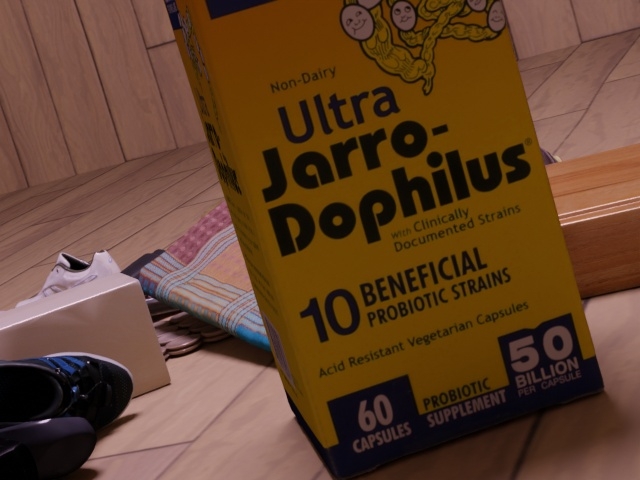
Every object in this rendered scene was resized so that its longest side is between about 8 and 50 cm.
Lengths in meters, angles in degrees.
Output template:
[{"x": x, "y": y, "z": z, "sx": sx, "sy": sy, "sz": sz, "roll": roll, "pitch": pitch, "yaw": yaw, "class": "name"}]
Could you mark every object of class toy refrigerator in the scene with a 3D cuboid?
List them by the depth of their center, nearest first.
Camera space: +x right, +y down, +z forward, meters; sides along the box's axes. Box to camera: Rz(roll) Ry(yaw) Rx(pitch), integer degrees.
[{"x": -0.283, "y": 0.122, "z": 1.321, "sx": 0.269, "sy": 0.102, "sz": 0.094, "roll": -21, "pitch": 11, "yaw": -19, "class": "toy refrigerator"}]

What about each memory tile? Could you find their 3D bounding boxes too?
[{"x": -0.154, "y": 0.099, "z": 1.488, "sx": 0.113, "sy": 0.012, "sz": 0.148, "roll": -20, "pitch": 11, "yaw": -19, "class": "memory tile"}]

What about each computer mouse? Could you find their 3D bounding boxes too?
[{"x": -0.275, "y": 0.184, "z": 1.168, "sx": 0.242, "sy": 0.041, "sz": 0.071, "roll": -19, "pitch": -17, "yaw": 31, "class": "computer mouse"}]

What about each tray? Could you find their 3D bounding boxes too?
[{"x": 0.370, "y": -0.051, "z": 1.243, "sx": 0.411, "sy": 0.076, "sz": 0.203, "roll": -13, "pitch": 16, "yaw": 17, "class": "tray"}]

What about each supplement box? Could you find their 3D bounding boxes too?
[{"x": 0.034, "y": -0.051, "z": 1.015, "sx": 0.194, "sy": 0.357, "sz": 0.195, "roll": -18, "pitch": 10, "yaw": -7, "class": "supplement box"}]

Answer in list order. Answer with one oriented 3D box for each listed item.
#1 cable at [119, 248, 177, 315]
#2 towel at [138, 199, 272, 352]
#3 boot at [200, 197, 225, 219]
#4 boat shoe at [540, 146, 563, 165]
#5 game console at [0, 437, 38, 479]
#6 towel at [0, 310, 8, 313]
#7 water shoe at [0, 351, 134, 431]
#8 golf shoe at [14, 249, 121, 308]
[{"x": -0.220, "y": 0.089, "z": 1.610, "sx": 0.139, "sy": 0.072, "sz": 0.287, "roll": 16, "pitch": 42, "yaw": 40, "class": "cable"}, {"x": -0.007, "y": -0.009, "z": 1.409, "sx": 0.271, "sy": 0.040, "sz": 0.370, "roll": -42, "pitch": 27, "yaw": -18, "class": "towel"}, {"x": 0.011, "y": -0.055, "z": 1.870, "sx": 0.269, "sy": 0.089, "sz": 0.236, "roll": -9, "pitch": 23, "yaw": 35, "class": "boot"}, {"x": 0.190, "y": -0.069, "z": 1.608, "sx": 0.117, "sy": 0.096, "sz": 0.324, "roll": -58, "pitch": 9, "yaw": 0, "class": "boat shoe"}, {"x": -0.235, "y": 0.193, "z": 0.939, "sx": 0.361, "sy": 0.044, "sz": 0.213, "roll": 2, "pitch": 21, "yaw": 42, "class": "game console"}, {"x": -0.523, "y": 0.144, "z": 1.598, "sx": 0.331, "sy": 0.053, "sz": 0.317, "roll": -5, "pitch": 10, "yaw": 3, "class": "towel"}, {"x": -0.220, "y": 0.129, "z": 1.180, "sx": 0.203, "sy": 0.073, "sz": 0.080, "roll": 3, "pitch": 1, "yaw": -45, "class": "water shoe"}, {"x": -0.302, "y": 0.055, "z": 1.759, "sx": 0.176, "sy": 0.086, "sz": 0.069, "roll": -13, "pitch": 12, "yaw": 29, "class": "golf shoe"}]
